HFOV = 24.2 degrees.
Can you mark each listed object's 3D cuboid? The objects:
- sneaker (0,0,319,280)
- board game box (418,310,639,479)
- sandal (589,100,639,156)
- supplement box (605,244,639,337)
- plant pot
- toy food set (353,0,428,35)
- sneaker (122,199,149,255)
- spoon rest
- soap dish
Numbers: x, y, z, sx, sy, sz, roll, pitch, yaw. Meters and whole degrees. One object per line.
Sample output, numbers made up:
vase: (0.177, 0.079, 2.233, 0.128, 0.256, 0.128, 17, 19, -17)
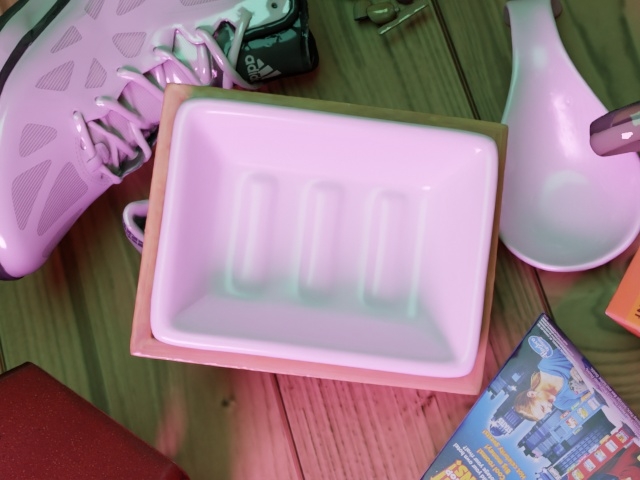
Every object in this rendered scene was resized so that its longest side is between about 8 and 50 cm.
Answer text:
sneaker: (-0.152, -0.152, 1.366, 0.258, 0.169, 0.447, 9, 62, 19)
board game box: (0.171, 0.194, 1.208, 0.194, 0.060, 0.194, -39, 75, -4)
sandal: (0.375, -0.079, 1.226, 0.303, 0.120, 0.086, -6, 78, 5)
supplement box: (0.338, 0.074, 1.154, 0.233, 0.080, 0.078, 26, 86, 48)
plant pot: (-0.229, 0.264, 1.215, 0.267, 0.267, 0.235, 31, 67, 24)
toy food set: (0.055, -0.247, 1.447, 0.078, 0.019, 0.122, -32, 57, 2)
sneaker: (-0.062, -0.002, 1.344, 0.235, 0.095, 0.090, -1, 68, 14)
spoon rest: (0.203, -0.103, 1.311, 0.137, 0.084, 0.276, -13, 66, 11)
soap dish: (0.000, 0.000, 1.252, 0.291, 0.118, 0.228, 7, 85, -4)
